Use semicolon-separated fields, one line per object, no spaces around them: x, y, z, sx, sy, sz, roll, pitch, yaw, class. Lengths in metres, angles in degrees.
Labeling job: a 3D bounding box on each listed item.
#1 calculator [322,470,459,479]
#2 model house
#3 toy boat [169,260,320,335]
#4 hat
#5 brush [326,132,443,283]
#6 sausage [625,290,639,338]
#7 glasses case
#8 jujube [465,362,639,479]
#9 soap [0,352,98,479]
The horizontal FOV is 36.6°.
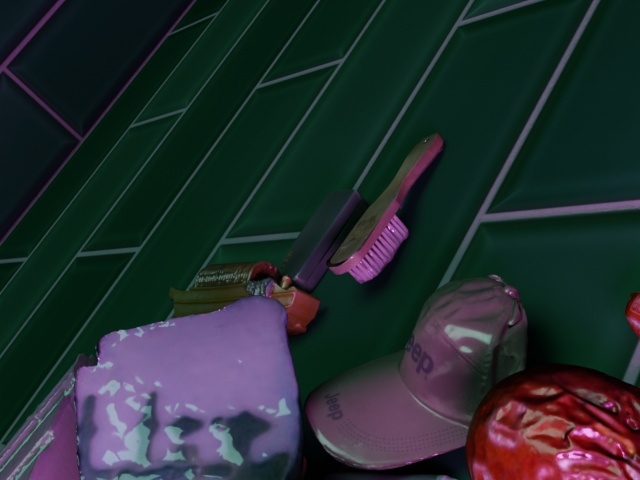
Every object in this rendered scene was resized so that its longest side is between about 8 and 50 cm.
0.055;0.308;1.012;0.246;0.045;0.141;-13;41;47;calculator
-0.137;0.286;1.165;0.251;0.329;0.295;-10;54;-7;model house
-0.126;0.089;1.501;0.310;0.089;0.115;-10;63;46;toy boat
0.103;0.130;1.057;0.244;0.149;0.214;-8;25;-14;hat
0.114;-0.048;1.434;0.070;0.065;0.327;-24;23;47;brush
0.363;0.095;0.853;0.074;0.074;0.274;-47;26;-5;sausage
0.000;0.000;1.533;0.078;0.039;0.184;2;52;55;glasses case
0.237;0.192;0.803;0.236;0.168;0.168;18;65;42;jujube
-0.361;0.336;1.432;0.302;0.159;0.258;-54;24;-13;soap
